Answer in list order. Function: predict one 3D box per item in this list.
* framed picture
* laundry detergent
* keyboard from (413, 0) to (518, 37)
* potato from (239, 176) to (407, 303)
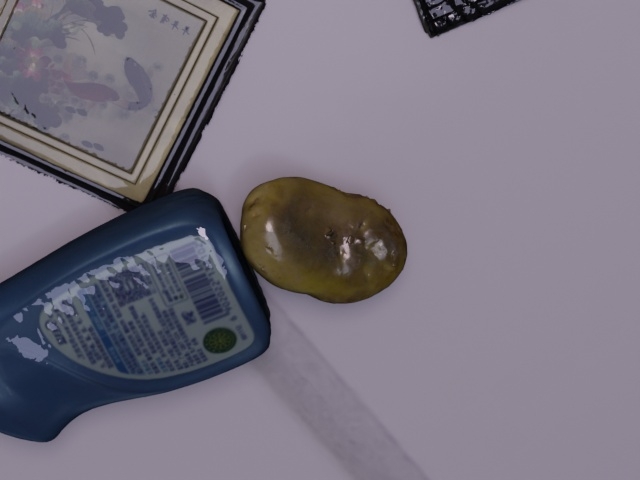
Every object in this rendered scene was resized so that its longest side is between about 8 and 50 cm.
[{"bbox_3d":[-0.167,-0.135,0.916,0.195,0.010,0.199,25,102,-16],"label":"framed picture"},{"bbox_3d":[-0.189,0.071,0.938,0.290,0.094,0.143,-21,120,1],"label":"laundry detergent"},{"bbox_3d":[0.176,-0.230,0.938,0.231,0.023,0.072,-24,111,-2],"label":"keyboard"},{"bbox_3d":[0.000,0.000,0.948,0.138,0.070,0.091,17,76,-18],"label":"potato"}]
